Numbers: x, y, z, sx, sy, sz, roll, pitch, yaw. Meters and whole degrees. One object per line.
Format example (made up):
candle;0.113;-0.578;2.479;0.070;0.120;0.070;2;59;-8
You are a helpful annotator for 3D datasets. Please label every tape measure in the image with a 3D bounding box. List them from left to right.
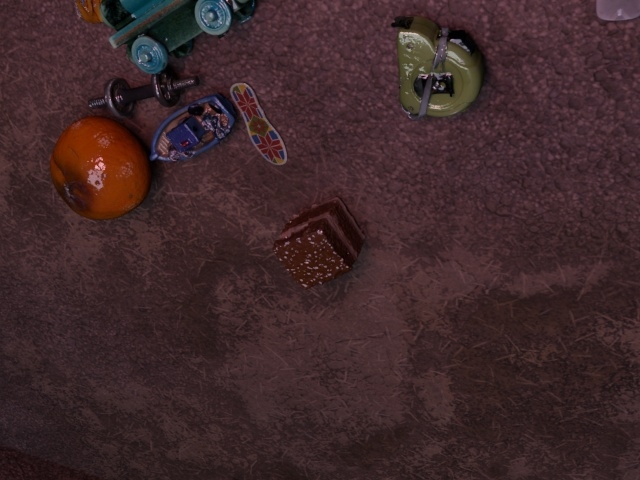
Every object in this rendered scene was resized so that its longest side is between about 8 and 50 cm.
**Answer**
tape measure;0.198;-0.281;1.306;0.154;0.087;0.177;6;132;14

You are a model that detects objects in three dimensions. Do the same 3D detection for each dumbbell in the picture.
dumbbell;-0.346;-0.287;1.507;0.254;0.081;0.081;-6;126;24

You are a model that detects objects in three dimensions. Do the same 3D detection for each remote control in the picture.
remote control;0.440;-0.426;1.123;0.073;0.044;0.229;0;128;17

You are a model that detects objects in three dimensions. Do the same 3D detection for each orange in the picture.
orange;-0.456;-0.145;1.592;0.224;0.170;0.224;23;136;24

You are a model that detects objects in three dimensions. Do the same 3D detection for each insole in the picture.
insole;-0.120;-0.227;1.523;0.065;0.006;0.193;-10;125;27

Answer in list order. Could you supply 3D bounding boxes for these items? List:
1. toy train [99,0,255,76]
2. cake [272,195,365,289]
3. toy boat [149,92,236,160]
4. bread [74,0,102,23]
toy train;-0.255;-0.419;1.344;0.298;0.120;0.194;-21;112;33
cake;0.000;0.000;1.574;0.135;0.147;0.134;-20;121;32
toy boat;-0.260;-0.210;1.529;0.223;0.097;0.100;-25;113;34
bread;-0.423;-0.451;1.416;0.072;0.053;0.106;11;137;16
